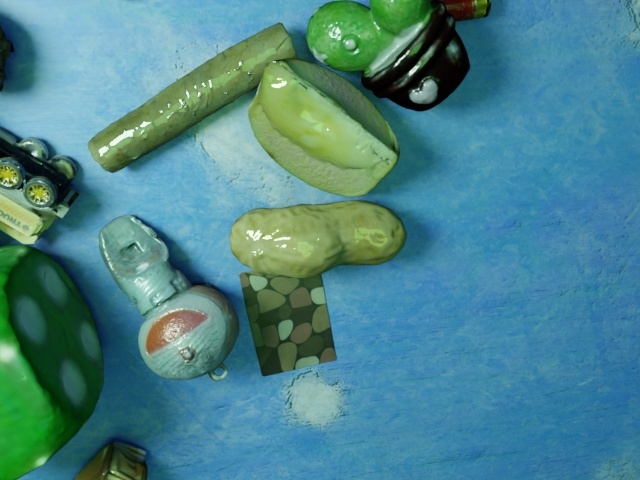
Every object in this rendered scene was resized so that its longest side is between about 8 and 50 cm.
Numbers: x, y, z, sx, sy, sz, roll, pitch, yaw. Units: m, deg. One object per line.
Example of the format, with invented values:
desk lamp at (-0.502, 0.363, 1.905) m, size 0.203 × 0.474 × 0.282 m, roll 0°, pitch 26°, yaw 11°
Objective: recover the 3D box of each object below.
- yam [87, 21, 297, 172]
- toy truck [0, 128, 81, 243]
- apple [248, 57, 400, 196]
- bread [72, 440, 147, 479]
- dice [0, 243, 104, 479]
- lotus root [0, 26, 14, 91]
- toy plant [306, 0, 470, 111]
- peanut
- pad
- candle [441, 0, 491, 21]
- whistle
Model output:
yam at (-0.209, -0.234, 0.906) m, size 0.372 × 0.083 × 0.083 m, roll -29°, pitch 110°, yaw 2°
toy truck at (-0.533, -0.106, 0.870) m, size 0.272 × 0.124 × 0.157 m, roll 35°, pitch 109°, yaw -21°
apple at (-0.002, -0.188, 0.935) m, size 0.265 × 0.120 × 0.193 m, roll 34°, pitch 140°, yaw -16°
bread at (-0.440, 0.517, 1.075) m, size 0.107 × 0.136 × 0.241 m, roll 39°, pitch 98°, yaw -21°
dice at (-0.536, 0.192, 0.862) m, size 0.287 × 0.300 × 0.297 m, roll -22°, pitch 112°, yaw -2°
lotus root at (-0.597, -0.293, 0.779) m, size 0.275 × 0.160 × 0.151 m, roll 7°, pitch 116°, yaw -12°
toy plant at (0.112, -0.319, 0.885) m, size 0.235 × 0.175 × 0.218 m, roll 39°, pitch 137°, yaw -21°
peanut at (0.000, 0.000, 0.980) m, size 0.319 × 0.147 × 0.147 m, roll -2°, pitch 108°, yaw -10°
pad at (-0.061, 0.155, 1.094) m, size 0.158 × 0.003 × 0.234 m, roll -12°, pitch 109°, yaw -6°
candle at (0.221, -0.397, 0.943) m, size 0.131 × 0.052 × 0.051 m, roll -12°, pitch 109°, yaw -5°
whistle at (-0.269, 0.111, 0.967) m, size 0.189 × 0.189 × 0.347 m, roll -33°, pitch 99°, yaw 2°
